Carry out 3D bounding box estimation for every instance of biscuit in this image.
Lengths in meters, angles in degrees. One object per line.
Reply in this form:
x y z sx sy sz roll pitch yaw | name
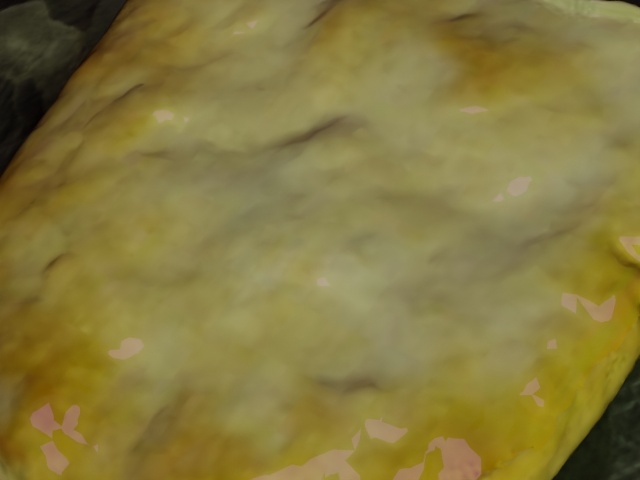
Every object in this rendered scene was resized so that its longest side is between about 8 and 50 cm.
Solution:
0.000 0.001 0.969 0.429 0.104 0.446 15 58 28 | biscuit
